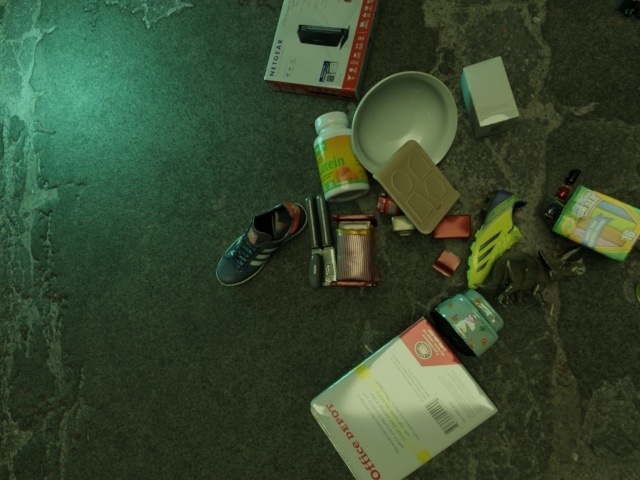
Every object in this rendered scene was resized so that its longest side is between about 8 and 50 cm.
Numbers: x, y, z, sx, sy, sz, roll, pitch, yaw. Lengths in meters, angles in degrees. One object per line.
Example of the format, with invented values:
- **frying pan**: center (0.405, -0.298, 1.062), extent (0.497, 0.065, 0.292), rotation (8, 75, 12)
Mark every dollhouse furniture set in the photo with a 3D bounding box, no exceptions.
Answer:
- **dollhouse furniture set**: center (0.222, 0.028, 1.157), extent (0.374, 0.152, 0.201), rotation (-2, 83, 13)

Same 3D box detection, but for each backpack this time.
- **backpack**: center (0.379, 0.212, 1.079), extent (0.144, 0.188, 0.166), rotation (-38, 76, 7)

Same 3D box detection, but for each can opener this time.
- **can opener**: center (0.000, 0.000, 1.245), extent (0.074, 0.093, 0.280), rotation (-8, 82, 17)

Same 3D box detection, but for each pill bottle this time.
- **pill bottle**: center (0.056, -0.245, 1.238), extent (0.136, 0.136, 0.245), rotation (-14, 80, 12)

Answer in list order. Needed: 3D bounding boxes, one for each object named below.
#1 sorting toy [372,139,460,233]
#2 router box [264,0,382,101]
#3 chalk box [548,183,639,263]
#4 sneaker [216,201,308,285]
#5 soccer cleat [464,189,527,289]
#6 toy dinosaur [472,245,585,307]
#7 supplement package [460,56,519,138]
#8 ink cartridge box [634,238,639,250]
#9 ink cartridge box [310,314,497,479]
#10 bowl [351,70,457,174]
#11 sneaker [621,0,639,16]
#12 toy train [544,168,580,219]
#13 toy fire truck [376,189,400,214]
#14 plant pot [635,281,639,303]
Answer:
- **sorting toy**: center (0.254, -0.142, 1.104), extent (0.208, 0.038, 0.193), rotation (47, 60, -4)
- **router box**: center (0.010, -0.627, 1.323), extent (0.301, 0.082, 0.335), rotation (12, 86, 15)
- **chalk box**: center (0.662, -0.052, 1.033), extent (0.213, 0.132, 0.132), rotation (32, 107, 28)
- **sneaker**: center (-0.198, 0.003, 1.264), extent (0.350, 0.148, 0.131), rotation (-43, 76, 6)
- **soccer cleat**: center (0.468, 0.000, 1.117), extent (0.121, 0.093, 0.289), rotation (19, 79, 18)
- **toy dinosaur**: center (0.509, 0.090, 1.078), extent (0.314, 0.121, 0.160), rotation (3, 86, -12)
- **supplement package**: center (0.469, -0.396, 1.174), extent (0.105, 0.105, 0.179), rotation (-14, 81, 12)
- **ink cartridge box**: center (0.880, 0.003, 1.046), extent (0.115, 0.067, 0.198), rotation (-47, 74, 5)
- **ink cartridge box**: center (0.209, 0.423, 1.109), extent (0.385, 0.160, 0.279), rotation (-38, 76, 6)
- **bowl**: center (0.219, -0.330, 1.181), extent (0.298, 0.134, 0.297), rotation (-5, 122, -7)
- **sneaker**: center (0.955, -0.645, 1.089), extent (0.276, 0.098, 0.135), rotation (23, 91, 16)
- **toy train**: center (0.654, -0.125, 1.131), extent (0.027, 0.036, 0.158), rotation (31, 91, 15)
- **toy fire truck**: center (0.241, -0.120, 1.157), extent (0.135, 0.192, 0.047), rotation (17, 125, 15)
- **plant pot**: center (0.852, 0.133, 1.037), extent (0.079, 0.083, 0.083), rotation (-12, 80, 0)
